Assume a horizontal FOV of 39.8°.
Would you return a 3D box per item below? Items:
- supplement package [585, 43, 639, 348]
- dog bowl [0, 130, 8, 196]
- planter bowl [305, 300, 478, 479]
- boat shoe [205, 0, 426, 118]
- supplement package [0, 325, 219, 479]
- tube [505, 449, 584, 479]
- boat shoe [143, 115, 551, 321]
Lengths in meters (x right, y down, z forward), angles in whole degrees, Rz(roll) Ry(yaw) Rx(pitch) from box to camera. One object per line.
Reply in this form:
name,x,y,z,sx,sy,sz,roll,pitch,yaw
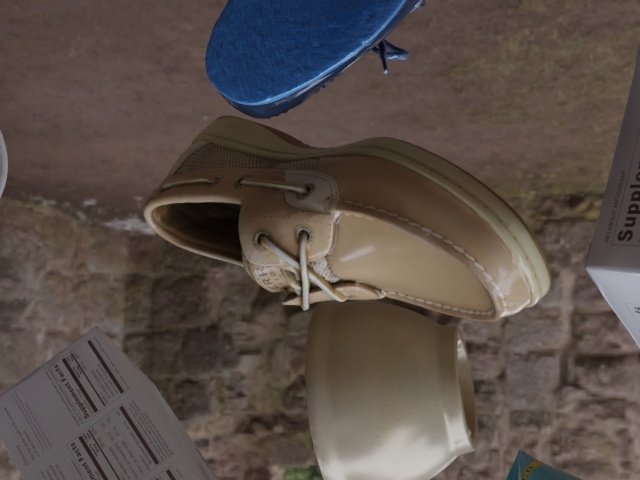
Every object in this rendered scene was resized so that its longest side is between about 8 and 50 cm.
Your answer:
supplement package,0.268,-0.009,0.396,0.244,0.139,0.134,5,155,38
dog bowl,-0.476,-0.090,0.927,0.265,0.265,0.104,10,144,-45
planter bowl,0.064,0.121,0.695,0.109,0.162,0.162,-9,170,14
boat shoe,0.042,-0.167,0.551,0.258,0.109,0.089,-41,166,0
supplement package,-0.198,0.261,0.935,0.145,0.262,0.204,-35,153,-10
tube,0.183,0.210,0.681,0.052,0.080,0.207,32,168,-6
boat shoe,0.000,0.000,0.617,0.341,0.110,0.122,18,145,48
